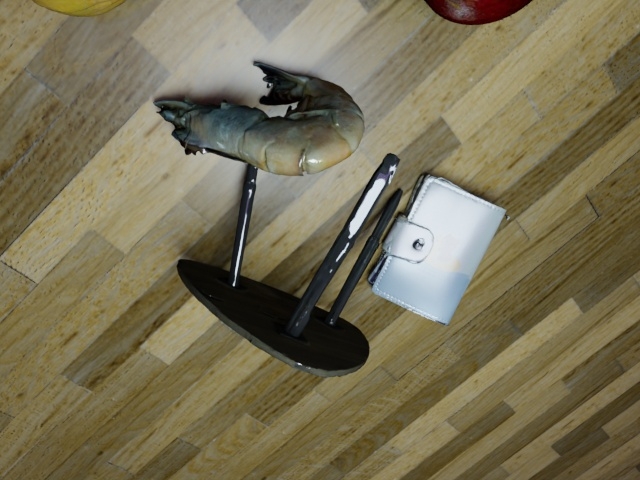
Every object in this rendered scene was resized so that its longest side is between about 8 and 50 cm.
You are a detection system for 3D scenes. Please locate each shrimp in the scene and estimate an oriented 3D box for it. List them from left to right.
[{"bbox_3d":[-0.073,-0.166,0.553,0.178,0.289,0.075,-52,140,-30],"label":"shrimp"}]

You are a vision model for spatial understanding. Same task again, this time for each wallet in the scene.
[{"bbox_3d":[0.190,0.016,0.742,0.170,0.069,0.231,23,106,-2],"label":"wallet"}]

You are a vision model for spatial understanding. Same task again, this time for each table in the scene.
[{"bbox_3d":[0.000,0.000,0.594,0.317,0.317,0.249,23,93,-21],"label":"table"}]

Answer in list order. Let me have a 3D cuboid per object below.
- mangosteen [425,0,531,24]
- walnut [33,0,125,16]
[{"bbox_3d":[0.151,-0.363,0.496,0.257,0.215,0.215,11,117,21],"label":"mangosteen"},{"bbox_3d":[-0.246,-0.334,0.437,0.159,0.159,0.207,30,111,-23],"label":"walnut"}]
